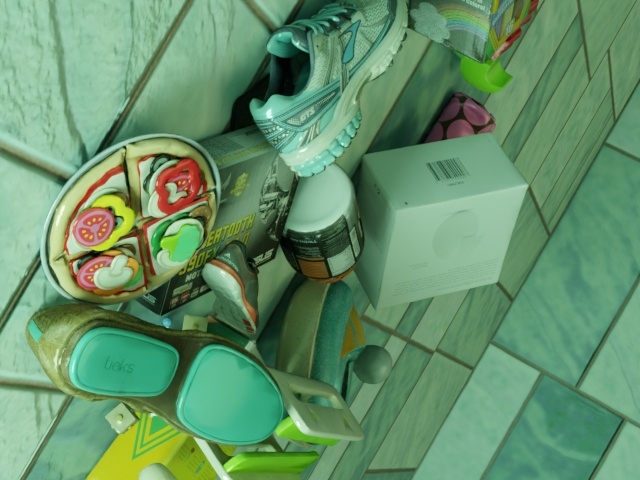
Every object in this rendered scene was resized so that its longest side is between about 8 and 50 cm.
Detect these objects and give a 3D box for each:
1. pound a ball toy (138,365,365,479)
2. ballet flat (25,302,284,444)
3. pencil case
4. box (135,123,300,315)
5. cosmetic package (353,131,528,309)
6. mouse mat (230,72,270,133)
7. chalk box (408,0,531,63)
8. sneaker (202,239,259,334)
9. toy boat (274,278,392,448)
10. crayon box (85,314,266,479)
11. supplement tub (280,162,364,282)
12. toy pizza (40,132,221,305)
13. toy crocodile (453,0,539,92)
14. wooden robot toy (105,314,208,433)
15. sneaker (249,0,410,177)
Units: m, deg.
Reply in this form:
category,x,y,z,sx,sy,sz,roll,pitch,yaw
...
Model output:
category,x,y,z,sx,sy,sz,roll,pitch,yaw
pound a ball toy,-0.095,0.254,1.401,0.208,0.135,0.319,-38,159,7
ballet flat,-0.177,0.136,1.163,0.342,0.124,0.116,25,89,-50
pencil case,0.219,-0.145,1.853,0.209,0.098,0.095,-60,160,-2
box,-0.111,-0.033,1.254,0.231,0.056,0.183,-27,142,-55
cosmetic package,0.176,-0.030,1.712,0.224,0.138,0.224,-11,137,-19
mouse mat,-0.051,-0.153,1.321,0.189,0.007,0.152,-45,155,-38
chalk box,0.211,-0.374,1.466,0.132,0.132,0.213,-48,158,-29
sneaker,-0.089,0.055,1.265,0.065,0.061,0.158,-56,161,-24
toy boat,0.025,0.188,1.713,0.318,0.148,0.267,28,69,-78
crayon box,-0.192,0.276,1.460,0.318,0.081,0.202,-54,159,-18
supplement tub,-0.003,-0.020,1.458,0.117,0.117,0.190,-54,160,-16
toy pizza,-0.179,-0.013,1.073,0.201,0.032,0.201,-27,139,-26
toy crocodile,0.291,-0.372,1.674,0.115,0.105,0.340,-42,161,-42
wooden robot toy,-0.188,0.169,1.346,0.173,0.076,0.079,-57,171,-9
sneaker,0.009,-0.217,1.230,0.122,0.110,0.283,41,57,-33
